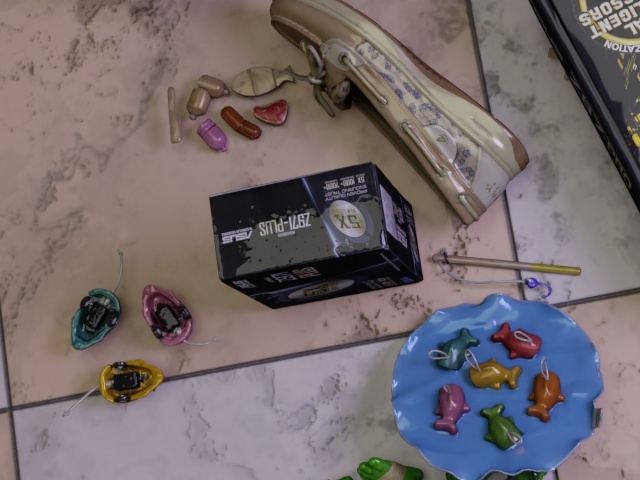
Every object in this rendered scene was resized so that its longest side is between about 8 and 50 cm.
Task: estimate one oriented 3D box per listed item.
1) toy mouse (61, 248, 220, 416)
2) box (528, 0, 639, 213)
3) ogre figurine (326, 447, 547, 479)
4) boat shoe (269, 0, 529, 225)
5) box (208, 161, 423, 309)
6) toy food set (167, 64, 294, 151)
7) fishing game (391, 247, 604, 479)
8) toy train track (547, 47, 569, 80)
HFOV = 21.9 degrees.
[{"bbox_3d":[-0.175,0.079,1.552,0.161,0.031,0.143,-14,77,10],"label":"toy mouse"},{"bbox_3d":[0.417,-0.176,1.409,0.394,0.097,0.318,-26,82,3],"label":"box"},{"bbox_3d":[0.101,0.248,1.429,0.197,0.097,0.118,-1,61,-2],"label":"ogre figurine"},{"bbox_3d":[0.054,-0.130,1.500,0.285,0.104,0.089,38,87,16],"label":"boat shoe"},{"bbox_3d":[0.000,0.000,1.448,0.147,0.180,0.078,-11,77,11],"label":"box"},{"bbox_3d":[-0.083,-0.123,1.577,0.122,0.019,0.078,-5,79,4],"label":"toy food set"},{"bbox_3d":[0.152,0.123,1.423,0.189,0.041,0.264,9,60,16],"label":"fishing game"},{"bbox_3d":[0.237,-0.184,1.516,0.048,0.014,0.083,8,76,22],"label":"toy train track"}]
